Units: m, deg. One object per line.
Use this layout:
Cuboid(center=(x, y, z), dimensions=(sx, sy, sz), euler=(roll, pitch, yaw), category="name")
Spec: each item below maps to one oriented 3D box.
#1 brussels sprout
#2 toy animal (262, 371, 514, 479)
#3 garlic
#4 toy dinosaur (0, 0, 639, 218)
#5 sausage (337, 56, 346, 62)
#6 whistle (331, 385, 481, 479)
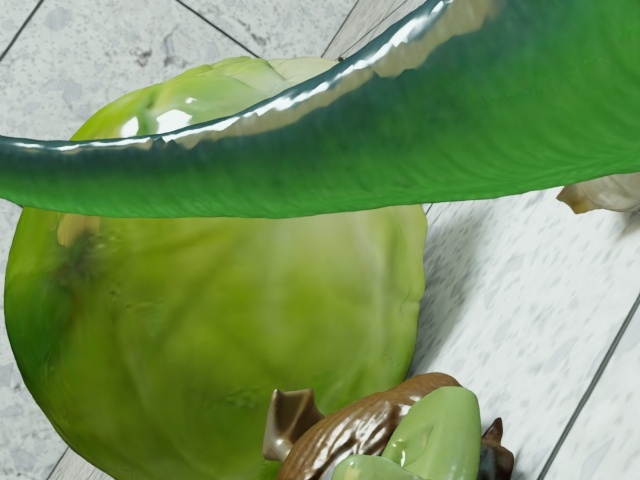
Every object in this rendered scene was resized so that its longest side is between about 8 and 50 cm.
Cuboid(center=(-0.066, 0.027, 1.036), dimensions=(0.344, 0.344, 0.268), euler=(-57, -14, -9), category="brussels sprout")
Cuboid(center=(0.020, 0.149, 0.753), dimensions=(0.188, 0.089, 0.179), euler=(-52, 24, -11), category="toy animal")
Cuboid(center=(0.177, -0.080, 0.764), dimensions=(0.152, 0.066, 0.084), euler=(-57, 7, 3), category="garlic")
Cuboid(center=(0.094, -0.120, 0.283), dimensions=(0.144, 0.499, 0.375), euler=(-68, -15, -53), category="toy dinosaur")
Cuboid(center=(0.002, 0.001, 1.232), dimensions=(0.317, 0.125, 0.117), euler=(-64, 9, -24), category="sausage")
Cuboid(center=(0.022, 0.162, 0.588), dimensions=(0.131, 0.106, 0.288), euler=(-37, 19, 36), category="whistle")
